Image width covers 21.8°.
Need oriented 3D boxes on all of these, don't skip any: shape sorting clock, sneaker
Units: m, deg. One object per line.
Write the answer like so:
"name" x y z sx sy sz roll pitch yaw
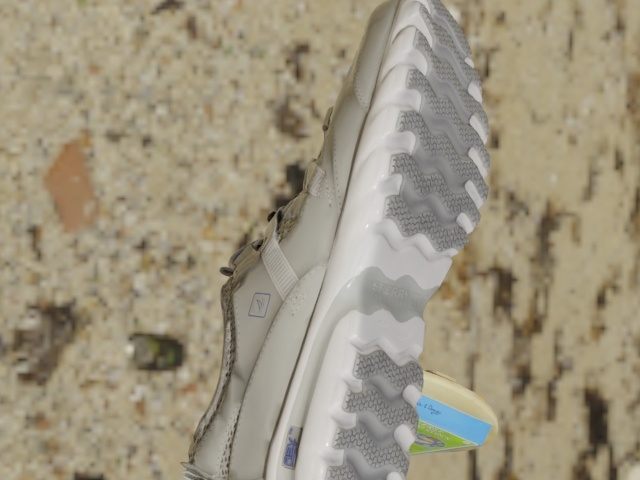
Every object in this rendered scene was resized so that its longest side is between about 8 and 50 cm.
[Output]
"shape sorting clock" 0.052 0.140 1.425 0.206 0.206 0.040 64 38 -63
"sneaker" 0.000 0.000 0.811 0.105 0.115 0.281 43 58 -50
